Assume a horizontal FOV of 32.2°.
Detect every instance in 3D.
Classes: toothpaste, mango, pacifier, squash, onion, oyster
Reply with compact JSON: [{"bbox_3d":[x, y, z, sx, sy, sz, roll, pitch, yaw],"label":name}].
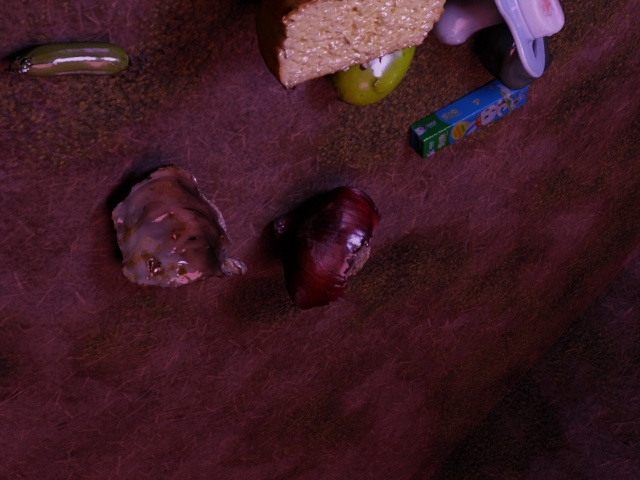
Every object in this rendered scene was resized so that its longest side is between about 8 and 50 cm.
[{"bbox_3d":[0.304,-0.257,2.257,0.267,0.050,0.065,-29,151,-16],"label":"toothpaste"},{"bbox_3d":[0.096,-0.306,1.917,0.178,0.100,0.119,-43,148,-9],"label":"mango"},{"bbox_3d":[0.299,-0.415,1.947,0.226,0.238,0.287,-13,134,22],"label":"pacifier"},{"bbox_3d":[-0.352,-0.251,1.546,0.183,0.052,0.052,-12,140,-36],"label":"squash"},{"bbox_3d":[0.000,0.000,2.176,0.272,0.195,0.272,-56,-178,4],"label":"onion"},{"bbox_3d":[-0.262,-0.005,1.952,0.204,0.111,0.396,-19,149,0],"label":"oyster"}]

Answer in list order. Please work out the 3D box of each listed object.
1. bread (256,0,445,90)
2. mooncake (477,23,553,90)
[{"bbox_3d":[0.027,-0.376,1.668,0.340,0.179,0.194,-23,148,-30],"label":"bread"},{"bbox_3d":[0.383,-0.380,2.127,0.169,0.104,0.175,-10,137,-35],"label":"mooncake"}]
